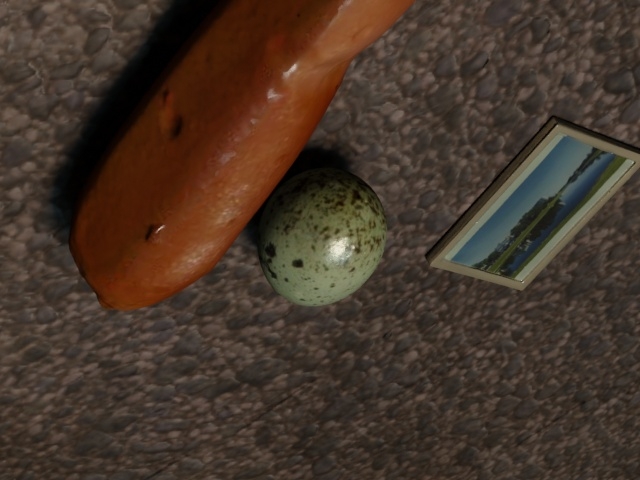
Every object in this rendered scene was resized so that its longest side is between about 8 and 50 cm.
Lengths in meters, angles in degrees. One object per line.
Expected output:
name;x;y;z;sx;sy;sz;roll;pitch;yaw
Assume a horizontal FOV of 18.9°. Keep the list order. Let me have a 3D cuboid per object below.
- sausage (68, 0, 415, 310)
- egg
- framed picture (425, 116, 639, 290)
sausage;-0.045;-0.088;1.140;0.348;0.094;0.097;-52;167;29
egg;0.000;0.000;1.280;0.085;0.085;0.110;-11;145;-22
framed picture;0.160;-0.024;1.416;0.109;0.011;0.149;14;127;-43
